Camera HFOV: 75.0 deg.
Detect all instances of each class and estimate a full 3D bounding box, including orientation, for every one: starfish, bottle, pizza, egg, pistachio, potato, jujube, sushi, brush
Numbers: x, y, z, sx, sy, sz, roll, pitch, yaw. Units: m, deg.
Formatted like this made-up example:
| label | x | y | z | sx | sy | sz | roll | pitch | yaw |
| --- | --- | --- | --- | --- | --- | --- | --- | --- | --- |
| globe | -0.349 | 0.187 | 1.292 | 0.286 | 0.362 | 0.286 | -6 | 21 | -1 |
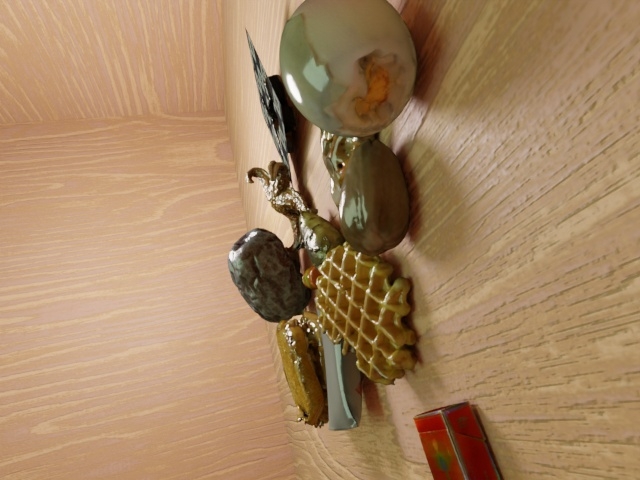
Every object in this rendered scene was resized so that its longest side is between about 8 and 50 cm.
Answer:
| label | x | y | z | sx | sy | sz | roll | pitch | yaw |
| --- | --- | --- | --- | --- | --- | --- | --- | --- | --- |
| starfish | -0.117 | -0.110 | 1.305 | 0.303 | 0.113 | 0.312 | 64 | 164 | -6 |
| bottle | -0.014 | 0.104 | 1.151 | 0.187 | 0.069 | 0.069 | 144 | 116 | -74 |
| pizza | 0.040 | -0.203 | 0.785 | 0.189 | 0.071 | 0.296 | 169 | 93 | -75 |
| egg | 0.029 | -0.253 | 0.580 | 0.217 | 0.183 | 0.183 | 57 | 153 | 34 |
| pistachio | 0.085 | -0.066 | 0.651 | 0.126 | 0.108 | 0.185 | -16 | -73 | -76 |
| potato | 0.000 | 0.000 | 1.000 | 0.225 | 0.090 | 0.117 | -123 | 29 | -54 |
| jujube | -0.169 | 0.120 | 1.367 | 0.317 | 0.226 | 0.226 | 57 | 167 | -10 |
| sushi | -0.124 | -0.399 | 1.260 | 0.343 | 0.064 | 0.359 | 86 | 163 | -60 |
| brush | -0.088 | 0.144 | 1.481 | 0.036 | 0.043 | 0.247 | -147 | 50 | -79 |

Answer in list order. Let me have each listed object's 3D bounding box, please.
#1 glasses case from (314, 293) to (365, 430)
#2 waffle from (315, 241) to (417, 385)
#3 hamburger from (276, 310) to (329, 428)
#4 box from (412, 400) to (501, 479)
| label | x | y | z | sx | sy | sz | roll | pitch | yaw |
| --- | --- | --- | --- | --- | --- | --- | --- | --- | --- |
| glasses case | 0.056 | 0.270 | 0.958 | 0.128 | 0.083 | 0.308 | -29 | 64 | 61 |
| waffle | 0.071 | 0.137 | 0.791 | 0.309 | 0.065 | 0.283 | -45 | 59 | 60 |
| hamburger | -0.025 | 0.344 | 1.148 | 0.319 | 0.158 | 0.318 | 171 | 90 | -74 |
| box | 0.193 | 0.316 | 0.563 | 0.112 | 0.048 | 0.175 | 109 | 148 | -62 |
